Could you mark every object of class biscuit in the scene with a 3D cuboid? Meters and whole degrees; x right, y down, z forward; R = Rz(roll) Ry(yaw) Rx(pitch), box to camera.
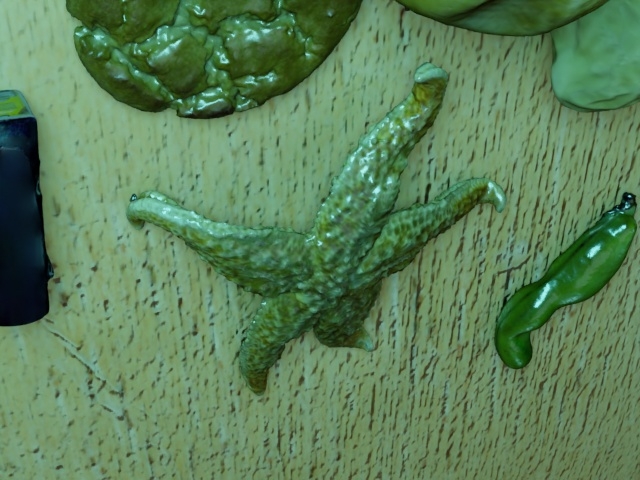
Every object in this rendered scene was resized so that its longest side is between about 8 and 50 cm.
[{"bbox_3d":[-0.067,-0.175,0.847,0.226,0.042,0.226,-14,134,-15],"label":"biscuit"}]

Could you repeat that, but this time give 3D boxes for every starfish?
[{"bbox_3d":[0.002,0.007,1.008,0.327,0.094,0.375,14,126,-38],"label":"starfish"}]

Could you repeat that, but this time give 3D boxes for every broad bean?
[{"bbox_3d":[0.239,0.041,1.190,0.070,0.048,0.214,22,116,-35],"label":"broad bean"}]

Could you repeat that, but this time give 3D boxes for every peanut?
[{"bbox_3d":[0.262,-0.234,0.898,0.153,0.140,0.325,-10,136,-41],"label":"peanut"}]

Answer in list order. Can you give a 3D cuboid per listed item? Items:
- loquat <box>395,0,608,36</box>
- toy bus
[{"bbox_3d":[0.111,-0.223,0.779,0.213,0.213,0.213,-14,134,-16],"label":"loquat"},{"bbox_3d":[-0.226,-0.022,0.879,0.057,0.072,0.172,-11,131,-21],"label":"toy bus"}]
